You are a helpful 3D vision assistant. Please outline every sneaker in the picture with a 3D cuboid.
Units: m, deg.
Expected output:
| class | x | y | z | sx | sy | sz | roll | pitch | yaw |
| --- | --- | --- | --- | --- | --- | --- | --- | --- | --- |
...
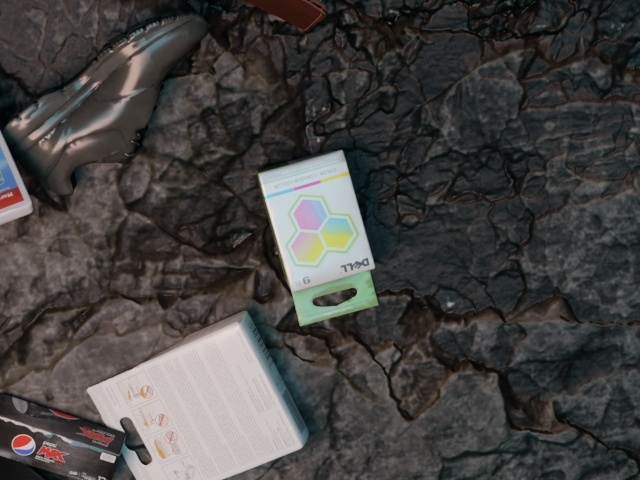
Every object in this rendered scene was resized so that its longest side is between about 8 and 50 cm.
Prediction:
| class | x | y | z | sx | sy | sz | roll | pitch | yaw |
| --- | --- | --- | --- | --- | --- | --- | --- | --- | --- |
| sneaker | -0.240 | -0.165 | 1.321 | 0.286 | 0.109 | 0.130 | -36 | 105 | 8 |

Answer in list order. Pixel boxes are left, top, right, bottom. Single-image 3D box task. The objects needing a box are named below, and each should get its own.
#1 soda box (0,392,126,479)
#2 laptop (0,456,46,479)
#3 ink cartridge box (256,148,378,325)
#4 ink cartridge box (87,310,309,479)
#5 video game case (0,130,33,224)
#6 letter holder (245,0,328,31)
| class | x | y | z | sx | sy | sz | roll | pitch | yaw |
| --- | --- | --- | --- | --- | --- | --- | --- | --- | --- |
| soda box | -0.330 | 0.246 | 1.366 | 0.169 | 0.060 | 0.053 | 20 | 107 | -8 |
| laptop | -0.360 | 0.408 | 1.408 | 0.264 | 0.136 | 0.234 | 31 | 93 | -34 |
| ink cartridge box | 0.000 | 0.000 | 1.374 | 0.109 | 0.062 | 0.209 | -16 | 98 | -5 |
| ink cartridge box | -0.153 | 0.214 | 1.400 | 0.225 | 0.056 | 0.181 | -24 | 99 | 16 |
| video game case | -0.471 | -0.118 | 1.249 | 0.204 | 0.025 | 0.285 | -22 | 71 | -16 |
| letter holder | -0.108 | -0.374 | 1.244 | 0.302 | 0.214 | 0.152 | 24 | 93 | -8 |
